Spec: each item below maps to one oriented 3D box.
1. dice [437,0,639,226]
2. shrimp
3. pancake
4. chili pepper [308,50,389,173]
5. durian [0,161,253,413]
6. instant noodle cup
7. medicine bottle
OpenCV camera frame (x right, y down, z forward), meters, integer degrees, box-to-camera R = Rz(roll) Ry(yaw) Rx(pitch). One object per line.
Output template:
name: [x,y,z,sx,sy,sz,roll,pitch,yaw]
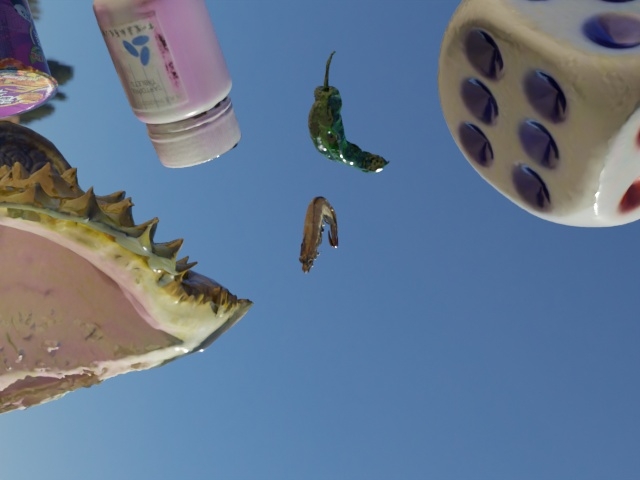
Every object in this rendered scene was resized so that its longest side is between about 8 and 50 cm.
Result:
dice: [0.353,-0.211,1.230,0.304,0.304,0.277,47,-25,35]
shrimp: [-0.001,0.000,1.967,0.034,0.124,0.178,-6,-117,28]
pancake: [-0.467,-0.091,1.478,0.029,0.212,0.235,-34,-150,33]
chili pepper: [0.038,-0.229,1.930,0.065,0.122,0.279,47,-12,53]
durian: [-0.221,0.015,0.692,0.196,0.305,0.186,62,24,-65]
instant noodle cup: [-0.581,-0.326,1.613,0.251,0.251,0.190,-27,-106,61]
medicine bottle: [-0.209,-0.241,1.359,0.152,0.152,0.255,40,-29,58]
